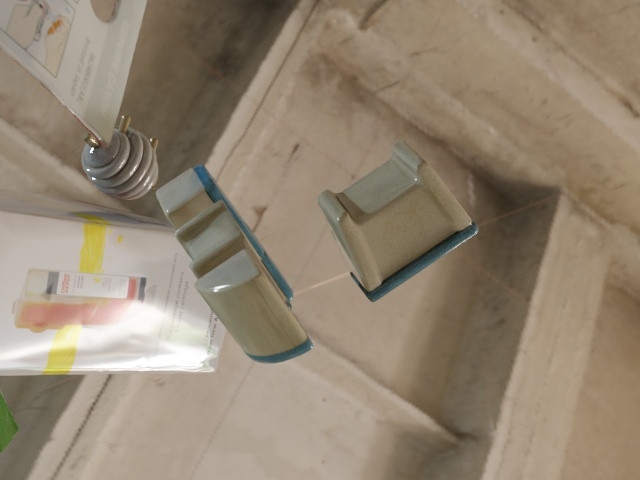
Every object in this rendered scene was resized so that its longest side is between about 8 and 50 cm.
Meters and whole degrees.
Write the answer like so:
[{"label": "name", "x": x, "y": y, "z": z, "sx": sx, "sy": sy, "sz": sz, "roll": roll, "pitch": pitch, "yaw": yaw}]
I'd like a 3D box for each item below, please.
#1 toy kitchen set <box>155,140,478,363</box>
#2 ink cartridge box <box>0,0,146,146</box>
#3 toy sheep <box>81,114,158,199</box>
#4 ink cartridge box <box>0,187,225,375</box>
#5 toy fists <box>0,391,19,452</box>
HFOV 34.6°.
[{"label": "toy kitchen set", "x": 0.000, "y": 0.000, "z": 0.719, "sx": 0.166, "sy": 0.207, "sz": 0.122, "roll": -34, "pitch": -61, "yaw": -2}, {"label": "ink cartridge box", "x": -0.269, "y": -0.278, "z": 0.703, "sx": 0.385, "sy": 0.091, "sz": 0.308, "roll": 44, "pitch": -139, "yaw": -45}, {"label": "toy sheep", "x": -0.235, "y": -0.095, "z": 1.201, "sx": 0.132, "sy": 0.091, "sz": 0.091, "roll": 37, "pitch": -124, "yaw": -52}, {"label": "ink cartridge box", "x": -0.316, "y": 0.031, "z": 1.058, "sx": 0.385, "sy": 0.279, "sz": 0.160, "roll": 10, "pitch": -87, "yaw": -53}, {"label": "toy fists", "x": -0.419, "y": 0.195, "z": 1.050, "sx": 0.279, "sy": 0.096, "sz": 0.142, "roll": -58, "pitch": -52, "yaw": -69}]
